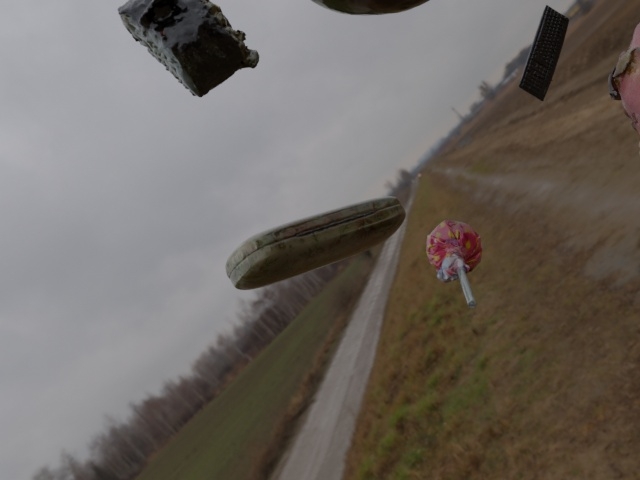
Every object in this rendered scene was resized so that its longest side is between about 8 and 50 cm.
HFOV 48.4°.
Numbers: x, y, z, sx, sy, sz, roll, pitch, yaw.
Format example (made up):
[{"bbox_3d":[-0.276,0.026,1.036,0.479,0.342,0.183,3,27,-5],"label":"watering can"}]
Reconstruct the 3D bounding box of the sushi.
[{"bbox_3d":[-0.190,-0.295,0.969,0.115,0.212,0.147,-43,-44,-3],"label":"sushi"}]

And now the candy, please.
[{"bbox_3d":[0.274,0.055,1.391,0.124,0.124,0.365,-46,10,16],"label":"candy"}]

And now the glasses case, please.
[{"bbox_3d":[0.000,0.000,1.449,0.425,0.098,0.156,-18,-18,-37],"label":"glasses case"}]

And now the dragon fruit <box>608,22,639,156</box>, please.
[{"bbox_3d":[0.584,-0.196,1.056,0.314,0.296,0.263,111,-179,-66],"label":"dragon fruit"}]

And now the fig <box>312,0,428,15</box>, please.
[{"bbox_3d":[0.054,-0.280,0.583,0.191,0.181,0.181,-20,-16,-31],"label":"fig"}]

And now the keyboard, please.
[{"bbox_3d":[0.575,-0.480,1.822,0.250,0.087,0.017,-68,15,-15],"label":"keyboard"}]
